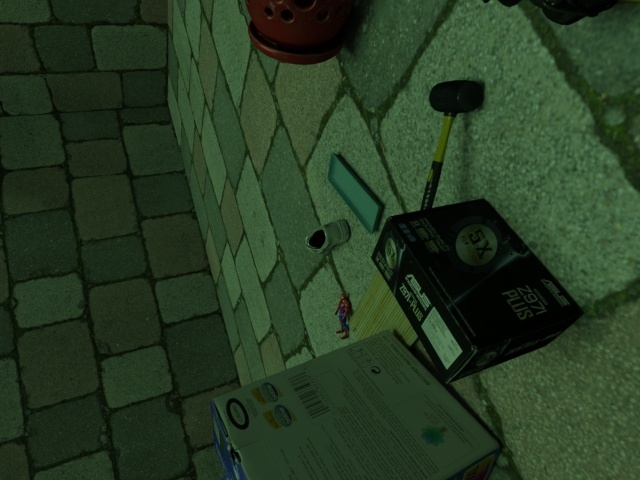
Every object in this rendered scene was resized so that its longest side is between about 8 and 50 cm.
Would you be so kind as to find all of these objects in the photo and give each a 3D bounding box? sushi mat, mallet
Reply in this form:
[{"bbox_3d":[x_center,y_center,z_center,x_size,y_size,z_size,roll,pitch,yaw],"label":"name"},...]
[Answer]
[{"bbox_3d":[0.122,0.141,0.834,0.151,0.019,0.316,63,152,31],"label":"sushi mat"},{"bbox_3d":[0.154,-0.104,0.560,0.062,0.039,0.189,16,98,64],"label":"mallet"}]

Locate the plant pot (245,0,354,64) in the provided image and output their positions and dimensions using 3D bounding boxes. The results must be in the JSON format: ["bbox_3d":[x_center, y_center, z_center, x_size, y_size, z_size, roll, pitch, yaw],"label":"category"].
[{"bbox_3d":[-0.038,-0.401,0.738,0.174,0.191,0.191,103,147,-50],"label":"plant pot"}]

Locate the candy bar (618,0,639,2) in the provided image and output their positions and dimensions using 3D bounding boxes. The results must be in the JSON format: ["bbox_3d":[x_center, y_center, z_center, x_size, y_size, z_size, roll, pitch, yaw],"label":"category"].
[{"bbox_3d":[0.260,-0.202,0.350,0.161,0.018,0.040,-137,43,-54],"label":"candy bar"}]

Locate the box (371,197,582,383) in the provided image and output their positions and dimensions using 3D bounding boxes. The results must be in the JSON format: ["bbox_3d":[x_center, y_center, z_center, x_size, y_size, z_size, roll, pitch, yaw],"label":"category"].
[{"bbox_3d":[0.168,0.048,0.517,0.077,0.147,0.180,105,146,-47],"label":"box"}]

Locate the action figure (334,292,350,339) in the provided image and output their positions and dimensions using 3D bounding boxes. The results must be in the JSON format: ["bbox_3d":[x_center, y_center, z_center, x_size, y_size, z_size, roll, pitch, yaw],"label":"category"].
[{"bbox_3d":[0.049,0.166,1.006,0.038,0.030,0.115,-129,37,-57],"label":"action figure"}]

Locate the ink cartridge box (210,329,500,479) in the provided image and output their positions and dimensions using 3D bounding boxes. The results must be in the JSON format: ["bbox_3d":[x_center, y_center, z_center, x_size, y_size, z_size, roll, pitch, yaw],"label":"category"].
[{"bbox_3d":[0.011,0.321,0.667,0.270,0.395,0.151,44,139,47],"label":"ink cartridge box"}]

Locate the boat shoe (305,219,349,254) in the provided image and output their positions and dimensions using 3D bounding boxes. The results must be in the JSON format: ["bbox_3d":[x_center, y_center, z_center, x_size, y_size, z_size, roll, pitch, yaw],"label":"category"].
[{"bbox_3d":[0.000,0.000,0.993,0.184,0.063,0.066,166,92,-67],"label":"boat shoe"}]

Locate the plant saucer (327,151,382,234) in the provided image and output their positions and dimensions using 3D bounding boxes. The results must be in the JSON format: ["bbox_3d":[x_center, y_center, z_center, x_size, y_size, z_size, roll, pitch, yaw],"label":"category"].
[{"bbox_3d":[0.063,-0.094,0.864,0.192,0.018,0.067,-122,30,-42],"label":"plant saucer"}]

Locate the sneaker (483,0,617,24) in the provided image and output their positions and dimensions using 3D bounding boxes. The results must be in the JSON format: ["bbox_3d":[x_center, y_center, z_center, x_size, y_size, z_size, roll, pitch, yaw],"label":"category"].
[{"bbox_3d":[0.220,-0.223,0.318,0.286,0.109,0.130,-123,38,-59],"label":"sneaker"}]
